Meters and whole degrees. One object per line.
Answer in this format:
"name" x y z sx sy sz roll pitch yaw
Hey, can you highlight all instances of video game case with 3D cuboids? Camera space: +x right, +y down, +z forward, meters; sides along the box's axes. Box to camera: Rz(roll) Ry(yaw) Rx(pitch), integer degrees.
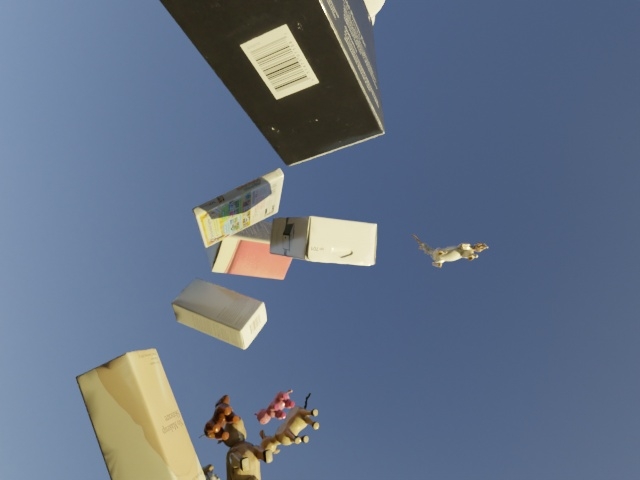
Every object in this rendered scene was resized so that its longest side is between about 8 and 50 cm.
"video game case" -0.186 -0.070 1.074 0.026 0.206 0.227 59 -16 10

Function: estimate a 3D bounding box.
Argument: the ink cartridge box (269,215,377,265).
"ink cartridge box" 0.000 0.000 0.895 0.191 0.140 0.082 0 -95 65

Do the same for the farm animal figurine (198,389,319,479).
"farm animal figurine" -0.184 0.555 1.237 0.172 0.330 0.326 -18 -122 52

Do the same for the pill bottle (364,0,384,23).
"pill bottle" -0.003 -0.563 1.203 0.408 0.229 0.228 176 -100 -69

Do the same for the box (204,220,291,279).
"box" -0.215 0.019 1.407 0.126 0.233 0.148 -67 -149 23

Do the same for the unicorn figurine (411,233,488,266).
"unicorn figurine" 0.282 0.026 1.039 0.162 0.111 0.060 5 -83 12

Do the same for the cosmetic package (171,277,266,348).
"cosmetic package" -0.278 0.198 1.283 0.231 0.117 0.085 17 -48 21

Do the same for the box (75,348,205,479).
"box" -0.370 0.396 0.969 0.121 0.148 0.311 -26 -99 0

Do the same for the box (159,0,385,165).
"box" -0.050 -0.352 0.701 0.179 0.343 0.312 -15 -128 21
